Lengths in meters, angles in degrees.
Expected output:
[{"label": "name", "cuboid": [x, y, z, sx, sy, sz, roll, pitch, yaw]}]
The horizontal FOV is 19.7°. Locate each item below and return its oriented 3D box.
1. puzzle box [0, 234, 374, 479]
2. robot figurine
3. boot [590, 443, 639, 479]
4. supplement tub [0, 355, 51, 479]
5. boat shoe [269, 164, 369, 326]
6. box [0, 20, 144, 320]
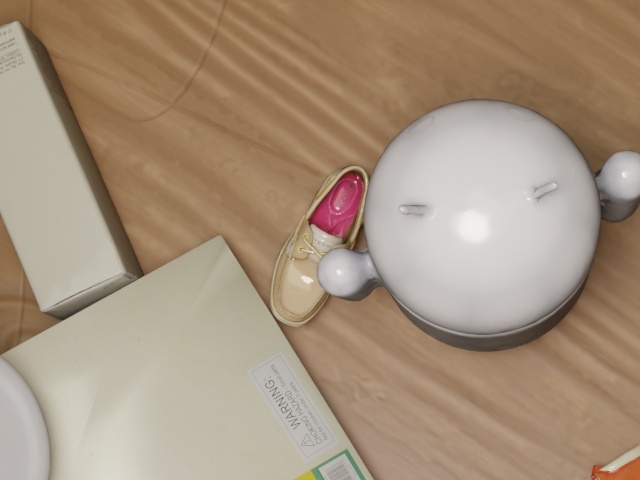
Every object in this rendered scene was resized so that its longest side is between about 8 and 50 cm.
[{"label": "puzzle box", "cuboid": [-0.106, 0.231, 1.722, 0.272, 0.052, 0.409, -29, 79, -17]}, {"label": "robot figurine", "cuboid": [0.144, -0.010, 1.615, 0.300, 0.353, 0.200, -22, 80, 3]}, {"label": "boot", "cuboid": [0.263, 0.257, 1.718, 0.158, 0.059, 0.084, -34, 77, -8]}, {"label": "supplement tub", "cuboid": [-0.412, 0.212, 1.669, 0.316, 0.193, 0.193, -17, 78, 38]}, {"label": "boat shoe", "cuboid": [0.000, 0.000, 1.762, 0.063, 0.059, 0.170, 23, 74, -3]}, {"label": "box", "cuboid": [-0.270, -0.065, 1.792, 0.094, 0.113, 0.275, -24, 79, 3]}]
